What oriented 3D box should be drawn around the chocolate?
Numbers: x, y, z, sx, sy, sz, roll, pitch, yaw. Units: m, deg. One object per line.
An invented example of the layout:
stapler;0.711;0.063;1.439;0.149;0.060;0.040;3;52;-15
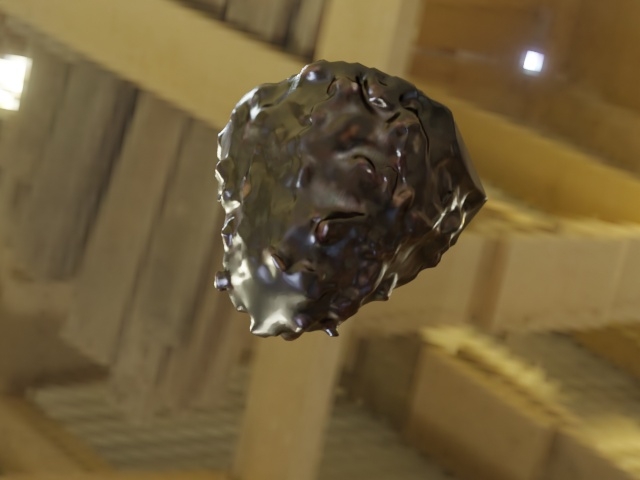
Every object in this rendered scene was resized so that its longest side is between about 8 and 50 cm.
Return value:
chocolate;0.000;0.000;1.050;0.156;0.156;0.133;14;-130;6
